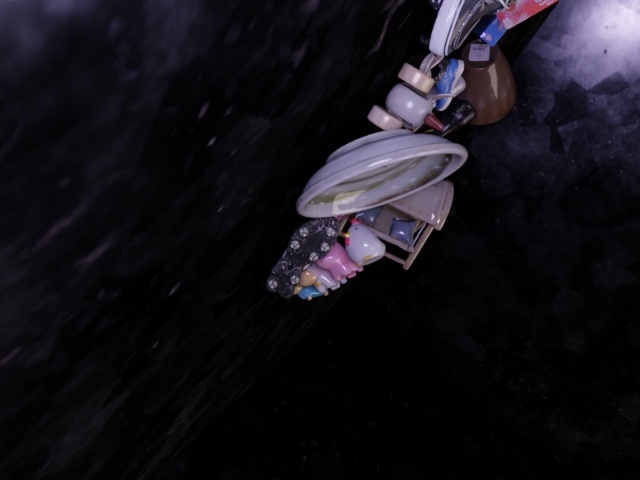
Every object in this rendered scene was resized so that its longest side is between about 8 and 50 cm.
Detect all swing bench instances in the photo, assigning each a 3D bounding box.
[{"bbox_3d":[0.207,-0.093,1.725,0.255,0.253,0.165,-57,-167,40],"label":"swing bench"}]

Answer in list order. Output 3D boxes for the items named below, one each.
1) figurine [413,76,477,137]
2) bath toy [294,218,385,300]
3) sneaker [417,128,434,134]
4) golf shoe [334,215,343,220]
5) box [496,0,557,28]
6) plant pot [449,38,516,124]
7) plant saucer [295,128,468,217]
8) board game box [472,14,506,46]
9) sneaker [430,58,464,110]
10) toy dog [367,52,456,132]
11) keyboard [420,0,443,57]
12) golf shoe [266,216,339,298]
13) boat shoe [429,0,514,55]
[{"bbox_3d":[0.345,-0.371,1.786,0.209,0.092,0.215,-46,141,-2],"label":"figurine"},{"bbox_3d":[0.035,0.054,1.709,0.151,0.129,0.348,-9,161,-41],"label":"bath toy"},{"bbox_3d":[0.374,-0.354,2.176,0.208,0.081,0.094,-46,163,-38],"label":"sneaker"},{"bbox_3d":[0.024,-0.070,1.634,0.086,0.067,0.186,-43,168,-35],"label":"golf shoe"},{"bbox_3d":[0.488,-0.591,1.296,0.257,0.122,0.128,-20,-146,48],"label":"box"},{"bbox_3d":[0.494,-0.510,1.861,0.215,0.215,0.230,-50,156,-5],"label":"plant pot"},{"bbox_3d":[0.126,-0.163,1.368,0.400,0.100,0.400,-17,170,-3],"label":"plant saucer"},{"bbox_3d":[0.488,-0.608,1.623,0.160,0.047,0.210,-50,-171,23],"label":"board game box"},{"bbox_3d":[0.323,-0.425,1.642,0.152,0.084,0.058,110,-23,-44],"label":"sneaker"},{"bbox_3d":[0.248,-0.316,1.462,0.333,0.161,0.220,-39,165,-51],"label":"toy dog"},{"bbox_3d":[0.279,-0.500,1.308,0.201,0.033,0.317,-62,167,20],"label":"keyboard"},{"bbox_3d":[-0.051,0.027,1.635,0.273,0.105,0.120,-50,-170,16],"label":"golf shoe"},{"bbox_3d":[0.334,-0.499,1.164,0.335,0.119,0.121,-59,168,10],"label":"boat shoe"}]
